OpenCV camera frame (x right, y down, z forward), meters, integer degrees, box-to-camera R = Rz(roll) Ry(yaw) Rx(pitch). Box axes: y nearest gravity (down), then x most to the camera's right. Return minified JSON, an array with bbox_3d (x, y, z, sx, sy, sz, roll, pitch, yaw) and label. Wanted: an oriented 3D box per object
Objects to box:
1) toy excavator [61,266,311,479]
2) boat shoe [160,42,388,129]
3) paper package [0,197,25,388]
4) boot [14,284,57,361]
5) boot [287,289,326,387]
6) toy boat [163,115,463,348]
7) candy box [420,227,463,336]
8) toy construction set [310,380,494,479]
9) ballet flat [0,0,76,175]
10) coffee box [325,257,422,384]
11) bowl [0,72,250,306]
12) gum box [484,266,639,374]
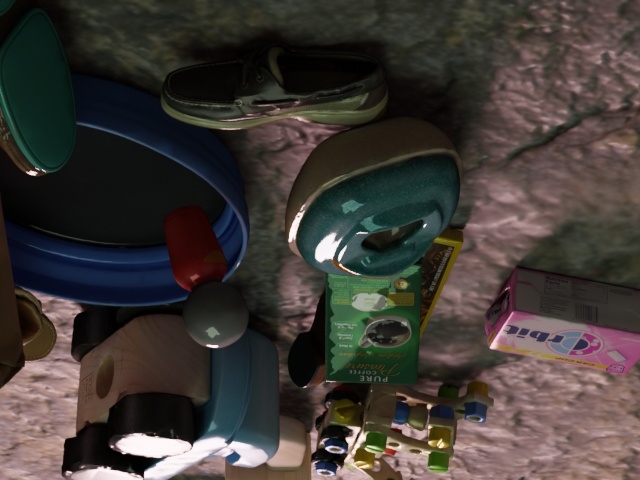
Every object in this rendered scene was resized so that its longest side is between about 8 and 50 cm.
[{"bbox_3d":[-0.133,0.241,2.041,0.445,0.222,0.433,14,151,-27],"label":"toy excavator"},{"bbox_3d":[-0.044,-0.157,1.461,0.223,0.080,0.073,1,143,0],"label":"boat shoe"},{"bbox_3d":[-0.495,0.006,1.572,0.325,0.168,0.309,16,127,22],"label":"paper package"},{"bbox_3d":[-0.388,0.099,1.831,0.203,0.095,0.262,10,163,46],"label":"boot"},{"bbox_3d":[0.050,0.106,1.903,0.106,0.082,0.219,-4,148,-37],"label":"boot"},{"bbox_3d":[0.000,0.000,1.550,0.318,0.148,0.267,-18,162,-5],"label":"toy boat"},{"bbox_3d":[0.084,0.061,1.769,0.105,0.027,0.206,15,126,-8],"label":"candy box"},{"bbox_3d":[0.102,0.289,2.115,0.215,0.151,0.327,10,138,-4],"label":"toy construction set"},{"bbox_3d":[-0.322,-0.206,1.386,0.124,0.116,0.342,13,142,22],"label":"ballet flat"},{"bbox_3d":[0.061,0.087,1.745,0.113,0.040,0.184,0,126,3],"label":"coffee box"},{"bbox_3d":[-0.269,-0.053,1.681,0.391,0.077,0.391,6,150,3],"label":"bowl"},{"bbox_3d":[0.298,0.097,1.814,0.188,0.062,0.107,11,149,-6],"label":"gum box"}]
